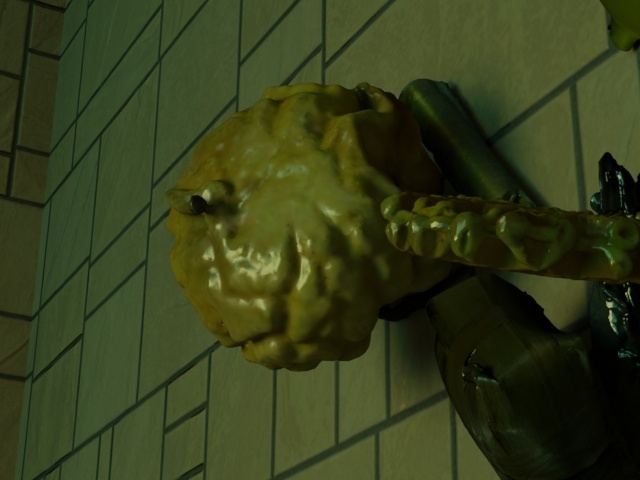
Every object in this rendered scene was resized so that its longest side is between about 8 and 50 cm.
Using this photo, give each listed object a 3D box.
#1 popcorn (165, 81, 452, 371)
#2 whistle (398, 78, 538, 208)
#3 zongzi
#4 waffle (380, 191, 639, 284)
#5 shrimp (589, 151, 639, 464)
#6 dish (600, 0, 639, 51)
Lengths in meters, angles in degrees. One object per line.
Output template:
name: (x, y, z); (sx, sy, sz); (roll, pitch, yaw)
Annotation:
popcorn: (0.000, 0.000, 1.558); (0.349, 0.382, 0.349); (-15, 56, 23)
whistle: (0.169, -0.093, 1.551); (0.068, 0.057, 0.326); (-58, 31, 21)
zongzi: (0.209, 0.187, 1.240); (0.289, 0.123, 0.260); (63, 178, -17)
waffle: (0.189, -0.001, 1.148); (0.309, 0.283, 0.065); (-17, -67, -76)
shrimp: (0.303, 0.055, 1.189); (0.178, 0.075, 0.289); (-16, 64, 57)
dish: (0.323, -0.323, 1.289); (0.221, 0.108, 0.262); (14, 90, 66)
